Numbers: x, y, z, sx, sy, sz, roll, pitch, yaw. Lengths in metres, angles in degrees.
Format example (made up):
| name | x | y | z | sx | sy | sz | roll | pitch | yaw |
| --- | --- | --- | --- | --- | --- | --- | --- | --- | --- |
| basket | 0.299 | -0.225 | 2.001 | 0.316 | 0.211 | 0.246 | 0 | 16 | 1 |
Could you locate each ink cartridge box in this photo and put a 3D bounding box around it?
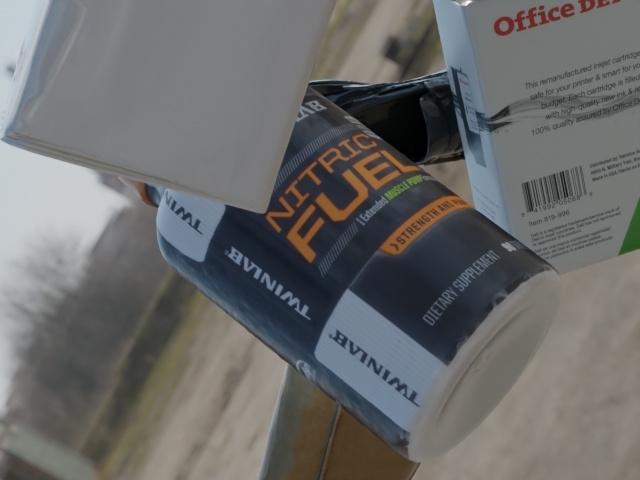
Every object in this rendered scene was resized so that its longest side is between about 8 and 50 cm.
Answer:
| name | x | y | z | sx | sy | sz | roll | pitch | yaw |
| --- | --- | --- | --- | --- | --- | --- | --- | --- | --- |
| ink cartridge box | -0.036 | -0.130 | 0.670 | 0.160 | 0.092 | 0.219 | -135 | 63 | -78 |
| ink cartridge box | 0.174 | -0.095 | 1.333 | 0.087 | 0.153 | 0.208 | -130 | 26 | -67 |

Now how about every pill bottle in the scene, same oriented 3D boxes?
| name | x | y | z | sx | sy | sz | roll | pitch | yaw |
| --- | --- | --- | --- | --- | --- | --- | --- | --- | --- |
| pill bottle | 0.000 | 0.000 | 1.056 | 0.130 | 0.245 | 0.130 | -44 | -22 | -23 |

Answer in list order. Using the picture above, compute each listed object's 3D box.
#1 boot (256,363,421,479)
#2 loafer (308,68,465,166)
| name | x | y | z | sx | sy | sz | roll | pitch | yaw |
| --- | --- | --- | --- | --- | --- | --- | --- | --- | --- |
| boot | -0.040 | 0.182 | 1.554 | 0.089 | 0.236 | 0.270 | -95 | 18 | -50 |
| loafer | 0.081 | -0.086 | 1.439 | 0.078 | 0.223 | 0.076 | -106 | 14 | -59 |
